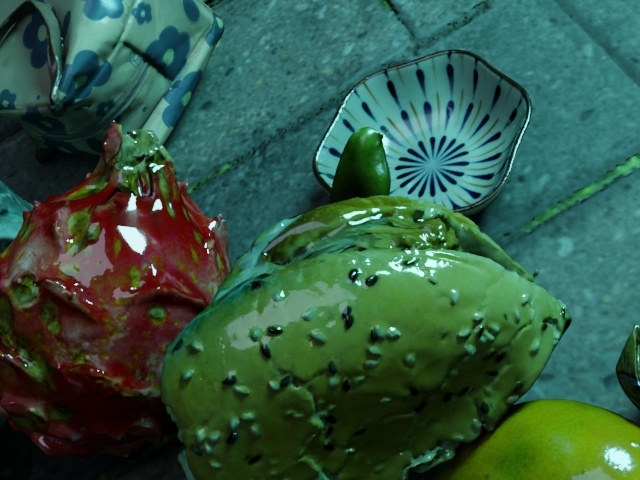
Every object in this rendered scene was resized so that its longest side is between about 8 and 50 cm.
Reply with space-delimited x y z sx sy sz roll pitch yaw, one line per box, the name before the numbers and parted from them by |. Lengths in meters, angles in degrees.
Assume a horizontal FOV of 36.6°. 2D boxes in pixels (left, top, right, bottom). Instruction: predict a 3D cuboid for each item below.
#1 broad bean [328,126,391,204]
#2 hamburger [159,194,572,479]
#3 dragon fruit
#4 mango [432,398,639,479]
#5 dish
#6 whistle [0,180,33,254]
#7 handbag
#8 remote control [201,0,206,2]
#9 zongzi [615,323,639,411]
broad bean | 0.004 0.004 0.769 0.069 0.226 0.039 41 38 6
hamburger | 0.014 0.070 0.661 0.288 0.192 0.167 -36 27 3
dragon fruit | -0.159 0.042 0.768 0.210 0.205 0.268 18 101 14
mango | 0.149 0.154 0.624 0.163 0.089 0.111 18 67 46
dish | 0.092 -0.071 0.823 0.191 0.066 0.190 -13 53 17
whistle | -0.405 -0.027 0.986 0.188 0.168 0.405 -42 49 -3
handbag | -0.251 -0.184 1.009 0.252 0.190 0.193 5 67 39
remote control | -0.125 -0.325 1.136 0.190 0.029 0.087 -32 49 5
zongzi | 0.356 0.066 0.559 0.289 0.123 0.260 34 82 35
